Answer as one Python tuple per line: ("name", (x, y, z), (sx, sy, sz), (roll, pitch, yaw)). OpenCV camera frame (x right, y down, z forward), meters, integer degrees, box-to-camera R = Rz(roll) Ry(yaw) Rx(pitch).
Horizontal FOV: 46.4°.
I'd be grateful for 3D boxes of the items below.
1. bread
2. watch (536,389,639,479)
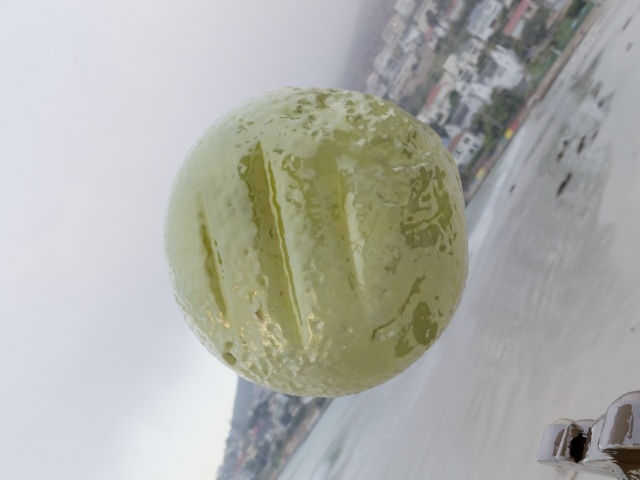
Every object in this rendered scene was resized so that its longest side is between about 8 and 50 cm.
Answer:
("bread", (-0.006, 0.002, 0.777), (0.237, 0.320, 0.320), (-17, -37, -55))
("watch", (0.367, 0.340, 0.723), (0.335, 0.314, 0.326), (124, 157, -70))
